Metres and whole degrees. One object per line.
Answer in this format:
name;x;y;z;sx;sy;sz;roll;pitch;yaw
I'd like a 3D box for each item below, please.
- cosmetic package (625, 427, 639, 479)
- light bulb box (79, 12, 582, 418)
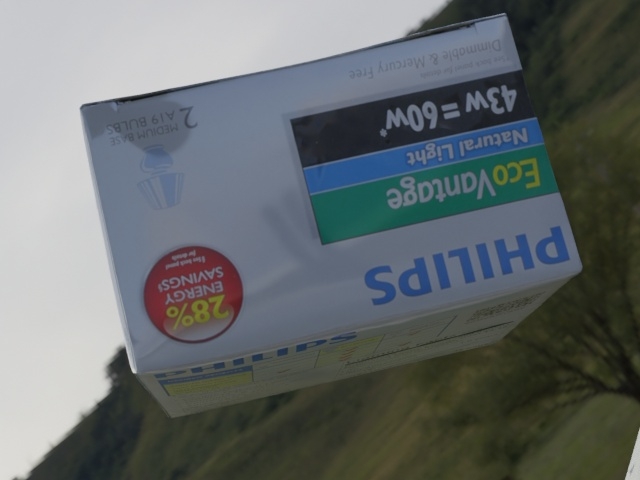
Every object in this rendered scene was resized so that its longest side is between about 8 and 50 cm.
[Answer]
cosmetic package;0.333;0.184;1.096;0.061;0.098;0.239;-7;-46;-8
light bulb box;0.000;0.000;1.101;0.358;0.225;0.361;-13;-13;-6
